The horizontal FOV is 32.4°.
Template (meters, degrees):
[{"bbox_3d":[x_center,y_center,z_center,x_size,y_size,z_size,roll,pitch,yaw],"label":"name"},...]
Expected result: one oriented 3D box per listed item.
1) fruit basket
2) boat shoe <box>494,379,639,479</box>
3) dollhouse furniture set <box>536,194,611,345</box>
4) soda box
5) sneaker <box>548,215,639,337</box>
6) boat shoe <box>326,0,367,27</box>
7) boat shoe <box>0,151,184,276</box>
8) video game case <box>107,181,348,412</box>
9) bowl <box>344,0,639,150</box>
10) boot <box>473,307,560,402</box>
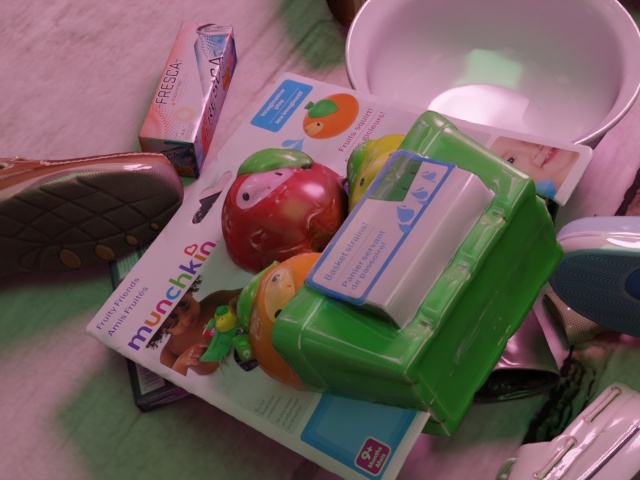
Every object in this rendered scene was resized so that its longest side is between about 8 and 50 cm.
[{"bbox_3d":[0.000,0.000,0.922,0.353,0.165,0.327,24,69,33],"label":"fruit basket"},{"bbox_3d":[0.187,0.204,0.898,0.267,0.096,0.088,-35,55,-23],"label":"boat shoe"},{"bbox_3d":[0.245,0.018,1.056,0.076,0.059,0.152,-16,54,-9],"label":"dollhouse furniture set"},{"bbox_3d":[-0.142,-0.157,1.204,0.063,0.058,0.183,7,54,8],"label":"soda box"},{"bbox_3d":[0.353,-0.018,1.031,0.319,0.127,0.208,9,52,-11],"label":"sneaker"},{"bbox_3d":[0.052,-0.392,1.339,0.123,0.123,0.342,-7,47,-2],"label":"boat shoe"},{"bbox_3d":[-0.295,-0.035,1.071,0.324,0.123,0.116,-13,45,-1],"label":"boat shoe"},{"bbox_3d":[-0.063,0.027,1.040,0.274,0.026,0.196,-22,54,4],"label":"video game case"},{"bbox_3d":[0.174,-0.152,1.140,0.297,0.134,0.298,-1,53,1],"label":"bowl"},{"bbox_3d":[0.114,0.053,1.037,0.189,0.076,0.209,-5,60,1],"label":"boot"}]
